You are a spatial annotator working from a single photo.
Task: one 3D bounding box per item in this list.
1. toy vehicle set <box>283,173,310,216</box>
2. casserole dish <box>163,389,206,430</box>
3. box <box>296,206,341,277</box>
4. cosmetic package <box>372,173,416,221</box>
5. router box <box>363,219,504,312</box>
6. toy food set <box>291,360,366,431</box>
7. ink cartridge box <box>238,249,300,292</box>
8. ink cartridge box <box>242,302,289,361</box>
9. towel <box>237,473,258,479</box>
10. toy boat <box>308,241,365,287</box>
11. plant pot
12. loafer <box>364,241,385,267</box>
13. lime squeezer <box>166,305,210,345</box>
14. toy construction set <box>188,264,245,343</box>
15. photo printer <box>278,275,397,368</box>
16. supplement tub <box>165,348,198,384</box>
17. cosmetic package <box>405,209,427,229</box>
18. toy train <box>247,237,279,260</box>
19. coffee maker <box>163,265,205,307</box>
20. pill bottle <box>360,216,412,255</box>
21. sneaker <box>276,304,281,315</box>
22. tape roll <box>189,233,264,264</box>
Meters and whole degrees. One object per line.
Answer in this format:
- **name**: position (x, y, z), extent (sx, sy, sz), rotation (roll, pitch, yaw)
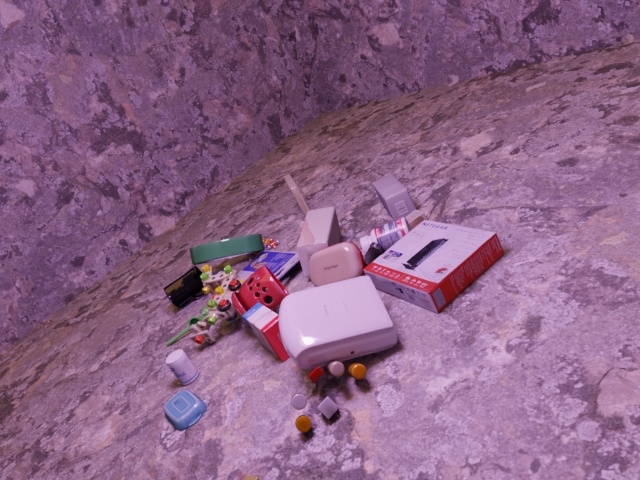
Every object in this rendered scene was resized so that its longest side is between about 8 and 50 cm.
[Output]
- **toy vehicle set**: position (-0.117, -0.231, 2.776), extent (0.035, 0.166, 0.267), rotation (-29, 23, 0)
- **casserole dish**: position (-0.436, 0.530, 1.740), extent (0.114, 0.037, 0.188), rotation (-39, 24, -25)
- **box**: position (0.000, 0.000, 2.175), extent (0.121, 0.147, 0.311), rotation (-9, 26, 12)
- **cosmetic package**: position (0.300, -0.173, 2.240), extent (0.107, 0.127, 0.238), rotation (-27, 25, 6)
- **router box**: position (0.349, 0.068, 1.742), extent (0.301, 0.082, 0.335), rotation (-38, 25, -20)
- **toy food set**: position (0.007, 0.394, 1.449), extent (0.232, 0.111, 0.104), rotation (-45, -5, -12)
- **ink cartridge box**: position (-0.232, 0.155, 2.245), extent (0.307, 0.072, 0.304), rotation (4, 38, 48)
- **ink cartridge box**: position (-0.151, 0.299, 1.767), extent (0.078, 0.134, 0.231), rotation (-38, 24, -18)
- **towel**: position (-0.191, 0.608, 1.337), extent (0.060, 0.009, 0.083), rotation (-9, 31, 38)
- **toy boat**: position (0.072, 0.093, 1.969), extent (0.231, 0.150, 0.151), rotation (-18, -10, 35)
- **plant pot**: position (-0.207, 0.211, 1.955), extent (0.174, 0.191, 0.191), rotation (-39, 24, -1)
- **loafer**: position (0.182, 0.062, 1.896), extent (0.062, 0.170, 0.061), rotation (30, 67, 14)
- **lime squeezer**: position (-0.496, 0.314, 2.226), extent (0.310, 0.058, 0.110), rotation (-44, 27, -29)
- **toy construction set**: position (-0.394, 0.229, 2.068), extent (0.215, 0.151, 0.327), rotation (-5, 54, 23)
- **photo printer**: position (0.035, 0.234, 1.581), extent (0.308, 0.107, 0.256), rotation (-13, 37, -7)
- **supplement tub**: position (-0.475, 0.436, 1.884), extent (0.071, 0.107, 0.071), rotation (-24, 24, 11)
- **cosmetic package**: position (0.341, -0.066, 2.076), extent (0.115, 0.041, 0.060), rotation (-35, 25, -14)
- **toy train**: position (-0.279, 0.027, 2.580), extent (0.166, 0.046, 0.125), rotation (-30, 23, -4)
- **coffee maker**: position (-0.600, 0.199, 2.434), extent (0.178, 0.171, 0.120), rotation (-37, 47, -8)
- **pill bottle**: position (0.240, -0.004, 1.982), extent (0.180, 0.108, 0.108), rotation (-22, 24, 15)
- **sneaker**: position (-0.064, 0.212, 1.781), extent (0.234, 0.106, 0.078), rotation (1, 34, 44)
- **tape roll**: position (-0.411, 0.039, 2.420), extent (0.322, 0.077, 0.321), rotation (-13, -1, 0)
